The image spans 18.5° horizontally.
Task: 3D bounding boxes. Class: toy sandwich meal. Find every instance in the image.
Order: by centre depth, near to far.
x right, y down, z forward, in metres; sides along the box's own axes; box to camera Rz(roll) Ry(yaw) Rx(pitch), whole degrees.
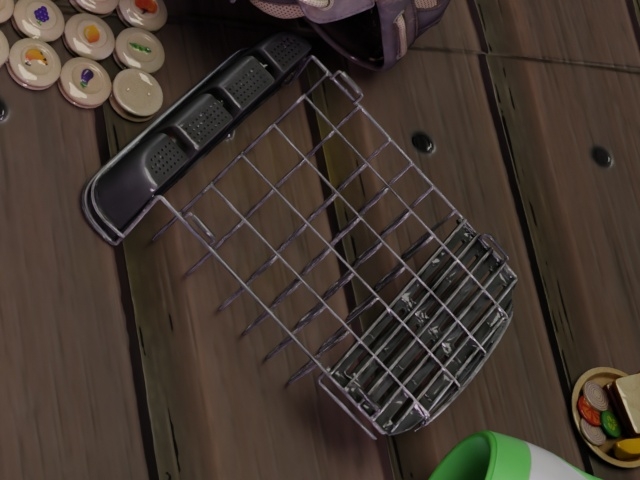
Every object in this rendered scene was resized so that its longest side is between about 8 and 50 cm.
[{"bbox_3d":[0.218,0.123,1.401,0.085,0.029,0.085,15,57,-24],"label":"toy sandwich meal"}]

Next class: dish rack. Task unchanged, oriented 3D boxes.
[{"bbox_3d":[0.000,0.000,1.314,0.271,0.074,0.208,46,51,-3],"label":"dish rack"}]

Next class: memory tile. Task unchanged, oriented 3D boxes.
[{"bbox_3d":[-0.172,-0.144,1.324,0.148,0.012,0.113,17,56,-23],"label":"memory tile"}]

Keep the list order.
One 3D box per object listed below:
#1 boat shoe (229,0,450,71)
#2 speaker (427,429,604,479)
[{"bbox_3d":[0.002,-0.205,1.303,0.355,0.132,0.130,31,79,-58],"label":"boat shoe"},{"bbox_3d":[0.200,0.240,1.261,0.296,0.131,0.131,32,52,-13],"label":"speaker"}]
